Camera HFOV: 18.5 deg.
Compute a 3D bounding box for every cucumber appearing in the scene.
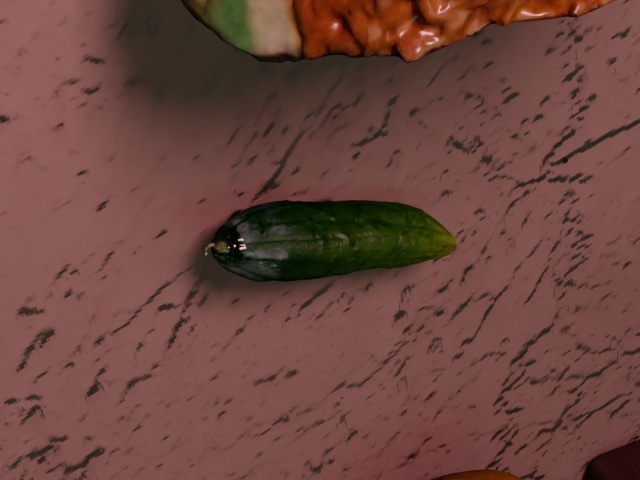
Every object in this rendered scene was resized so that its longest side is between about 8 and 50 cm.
[{"bbox_3d":[0.000,0.000,0.924,0.168,0.039,0.039,-4,128,-45],"label":"cucumber"}]

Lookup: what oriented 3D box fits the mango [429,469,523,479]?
[{"bbox_3d":[0.092,0.244,1.166,0.191,0.160,0.290,-49,154,-4],"label":"mango"}]

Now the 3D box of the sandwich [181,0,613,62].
[{"bbox_3d":[0.080,-0.159,0.721,0.292,0.212,0.109,-19,124,-11],"label":"sandwich"}]

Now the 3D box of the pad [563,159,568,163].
[{"bbox_3d":[0.284,-0.074,1.109,0.323,0.055,0.250,1,125,-44],"label":"pad"}]

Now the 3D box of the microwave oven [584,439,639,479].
[{"bbox_3d":[0.272,0.258,1.316,0.178,0.188,0.247,-18,136,-32],"label":"microwave oven"}]
